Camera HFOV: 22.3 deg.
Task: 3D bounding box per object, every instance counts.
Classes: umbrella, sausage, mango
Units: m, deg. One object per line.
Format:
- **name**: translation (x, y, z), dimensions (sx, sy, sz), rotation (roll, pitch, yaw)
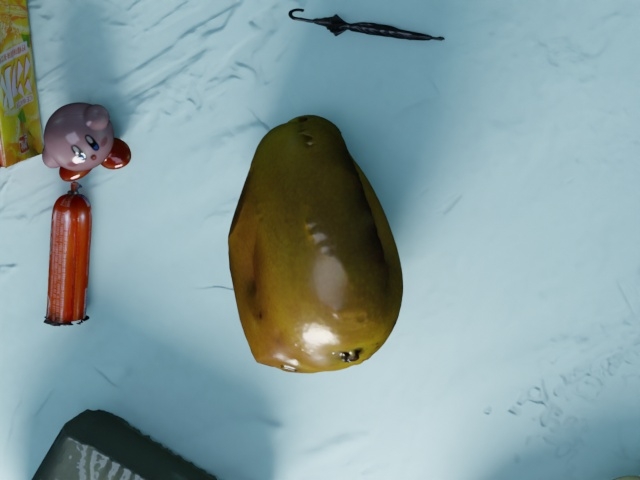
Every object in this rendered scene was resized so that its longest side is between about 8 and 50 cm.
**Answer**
- **umbrella**: translation (0.041, -0.195, 1.501), dimensions (0.148, 0.022, 0.022), rotation (13, 133, 12)
- **sausage**: translation (-0.251, 0.012, 1.621), dimensions (0.048, 0.050, 0.145), rotation (27, 117, 52)
- **mango**: translation (0.000, 0.000, 1.497), dimensions (0.136, 0.166, 0.236), rotation (-11, 78, -24)

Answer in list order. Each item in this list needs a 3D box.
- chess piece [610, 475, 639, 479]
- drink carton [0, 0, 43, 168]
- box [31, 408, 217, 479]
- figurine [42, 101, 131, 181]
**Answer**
- **chess piece**: translation (0.213, 0.317, 1.516), dimensions (0.299, 0.167, 0.167), rotation (-17, 99, 23)
- **drink carton**: translation (-0.327, -0.184, 1.566), dimensions (0.071, 0.096, 0.223), rotation (-1, 103, 15)
- **box**: translation (-0.181, 0.309, 1.633), dimensions (0.274, 0.138, 0.178), rotation (29, 105, 7)
- **figurine**: translation (-0.236, -0.099, 1.577), dimensions (0.083, 0.071, 0.067), rotation (-27, 51, 9)
